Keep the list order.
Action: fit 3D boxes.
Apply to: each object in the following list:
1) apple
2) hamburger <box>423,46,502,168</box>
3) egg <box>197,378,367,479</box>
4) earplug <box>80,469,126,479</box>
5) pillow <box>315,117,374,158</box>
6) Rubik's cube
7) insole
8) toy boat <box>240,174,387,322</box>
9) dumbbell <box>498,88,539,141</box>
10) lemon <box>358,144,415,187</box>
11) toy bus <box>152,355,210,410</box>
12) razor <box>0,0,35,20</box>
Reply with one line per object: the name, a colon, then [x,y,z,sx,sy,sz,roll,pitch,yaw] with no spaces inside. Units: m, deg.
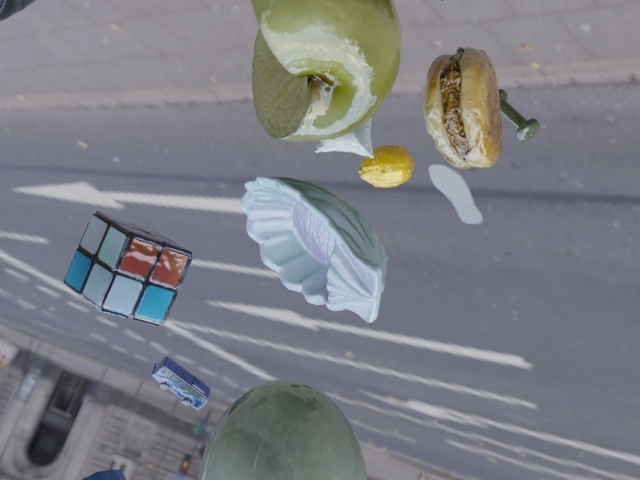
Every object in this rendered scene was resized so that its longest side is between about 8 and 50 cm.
apple: [0.007,-0.309,1.408,0.233,0.258,0.295,-1,138,-3]
hamburger: [0.246,-0.222,1.540,0.108,0.214,0.214,-4,156,19]
egg: [-0.057,0.385,1.351,0.258,0.352,0.258,7,162,2]
earplug: [-0.386,0.592,1.741,0.273,0.132,0.132,54,-179,29]
pillow: [0.078,-0.322,2.141,0.144,0.254,0.078,9,-178,-17]
Rubik's cube: [-0.409,0.061,1.931,0.183,0.180,0.167,19,-175,-43]
insole: [0.338,-0.112,2.233,0.086,0.005,0.253,-4,145,34]
toy boat: [0.000,0.000,1.348,0.290,0.100,0.199,39,145,34]
dumbbell: [0.371,-0.244,1.756,0.118,0.052,0.046,52,161,30]
lemon: [0.176,-0.196,2.403,0.155,0.114,0.114,-12,163,-3]
toy bus: [-0.328,0.339,2.144,0.061,0.051,0.153,-38,114,25]
razor: [-0.550,-0.576,1.767,0.113,0.349,0.204,36,147,0]
